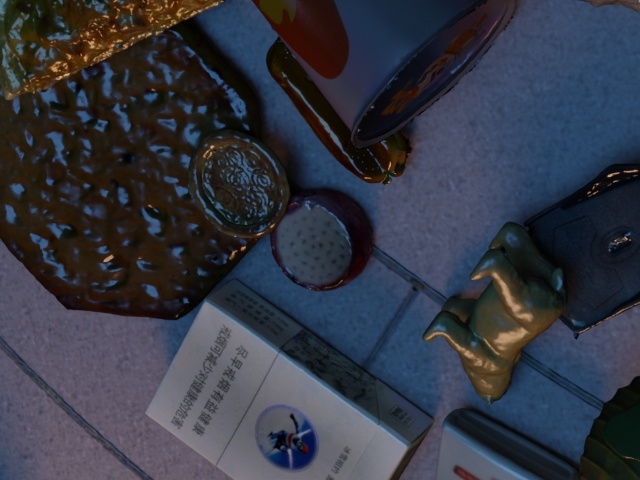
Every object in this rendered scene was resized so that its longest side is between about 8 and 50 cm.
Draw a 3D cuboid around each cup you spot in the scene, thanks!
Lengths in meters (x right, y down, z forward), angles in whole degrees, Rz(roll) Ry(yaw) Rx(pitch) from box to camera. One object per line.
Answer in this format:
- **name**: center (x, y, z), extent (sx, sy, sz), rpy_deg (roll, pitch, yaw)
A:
- **cup**: center (0.009, -0.250, 1.685), extent (0.288, 0.203, 0.203), rpy_deg (49, 121, 11)

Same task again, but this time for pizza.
- **pizza**: center (-0.247, -0.299, 1.811), extent (0.268, 0.087, 0.257), rpy_deg (-24, 84, 26)

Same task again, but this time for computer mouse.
- **computer mouse**: center (0.277, 0.002, 1.705), extent (0.231, 0.071, 0.126), rpy_deg (-35, 78, 42)

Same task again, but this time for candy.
- **candy**: center (0.000, 0.000, 1.849), extent (0.103, 0.043, 0.103), rpy_deg (9, 112, 23)

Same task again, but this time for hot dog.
- **hot dog**: center (0.016, -0.134, 1.786), extent (0.072, 0.055, 0.188), rpy_deg (-37, 90, 28)

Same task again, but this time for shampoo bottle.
- **shampoo bottle**: center (0.151, 0.321, 1.874), extent (0.153, 0.071, 0.284), rpy_deg (26, 116, 17)

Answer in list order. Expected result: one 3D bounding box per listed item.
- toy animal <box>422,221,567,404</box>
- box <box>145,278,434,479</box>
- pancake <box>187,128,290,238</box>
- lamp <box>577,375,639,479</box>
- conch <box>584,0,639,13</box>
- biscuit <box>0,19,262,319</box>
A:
- **toy animal**: center (0.165, 0.076, 1.749), extent (0.101, 0.103, 0.218), rpy_deg (35, 137, 3)
- **box**: center (-0.034, 0.180, 1.914), extent (0.256, 0.069, 0.164), rpy_deg (35, 119, 11)
- **pancake**: center (-0.081, -0.054, 1.838), extent (0.115, 0.011, 0.115), rpy_deg (8, 111, 22)
- **lamp**: center (0.367, 0.205, 1.652), extent (0.284, 0.250, 0.250), rpy_deg (-39, 88, -9)
- **conch**: center (0.271, -0.278, 1.563), extent (0.291, 0.159, 0.210), rpy_deg (29, 116, -30)
- **biscuit**: center (-0.210, -0.084, 1.917), extent (0.359, 0.046, 0.359), rpy_deg (9, 111, 23)
